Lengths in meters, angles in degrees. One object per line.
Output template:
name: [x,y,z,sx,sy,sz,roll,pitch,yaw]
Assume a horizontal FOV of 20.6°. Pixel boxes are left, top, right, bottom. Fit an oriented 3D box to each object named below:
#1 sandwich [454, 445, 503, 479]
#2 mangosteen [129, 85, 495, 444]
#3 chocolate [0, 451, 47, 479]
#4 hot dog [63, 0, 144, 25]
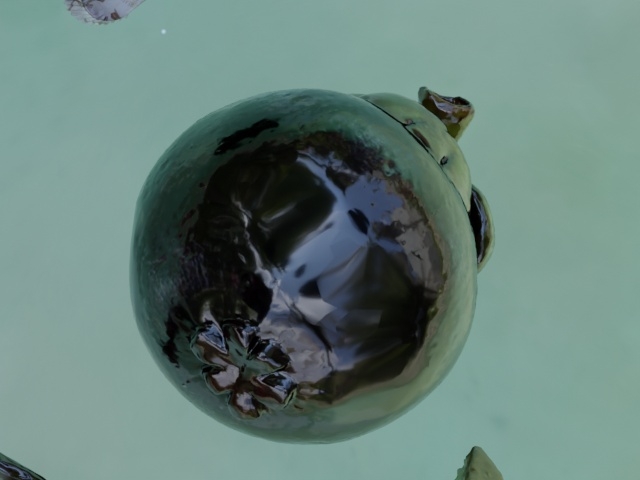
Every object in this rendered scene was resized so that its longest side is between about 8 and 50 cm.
sandwich: [0.093,0.251,1.095,0.128,0.236,0.122,5,135,-36]
mangosteen: [0.000,0.000,1.826,0.382,0.435,0.382,15,132,17]
chocolate: [-0.332,0.279,1.396,0.186,0.283,0.284,28,94,7]
hot dog: [-0.173,-0.285,1.711,0.192,0.053,0.099,-45,124,1]
